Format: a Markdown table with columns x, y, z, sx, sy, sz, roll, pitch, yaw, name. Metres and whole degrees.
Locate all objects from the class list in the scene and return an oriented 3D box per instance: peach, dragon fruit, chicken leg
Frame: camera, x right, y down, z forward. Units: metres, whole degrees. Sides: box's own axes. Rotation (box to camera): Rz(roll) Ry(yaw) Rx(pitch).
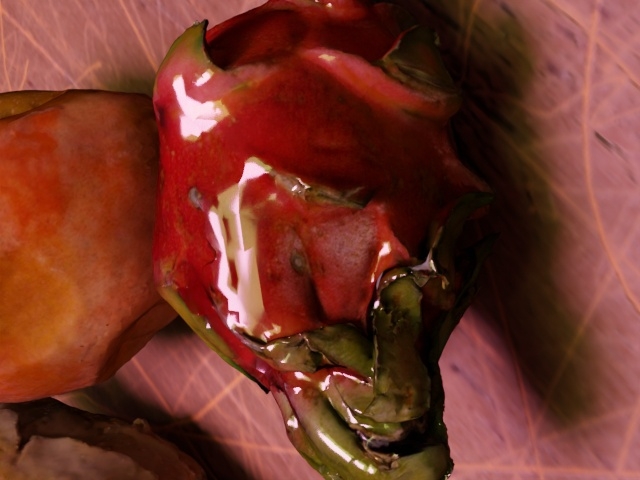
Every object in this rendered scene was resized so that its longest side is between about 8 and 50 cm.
| x | y | z | sx | sy | sz | roll | pitch | yaw | name |
| --- | --- | --- | --- | --- | --- | --- | --- | --- | --- |
| -0.179 | -0.011 | 0.948 | 0.235 | 0.214 | 0.214 | -28 | 72 | 15 | peach |
| 0.017 | -0.011 | 0.730 | 0.200 | 0.198 | 0.269 | -50 | 56 | 12 | dragon fruit |
| -0.236 | 0.146 | 1.016 | 0.429 | 0.201 | 0.152 | 31 | 99 | 27 | chicken leg |
